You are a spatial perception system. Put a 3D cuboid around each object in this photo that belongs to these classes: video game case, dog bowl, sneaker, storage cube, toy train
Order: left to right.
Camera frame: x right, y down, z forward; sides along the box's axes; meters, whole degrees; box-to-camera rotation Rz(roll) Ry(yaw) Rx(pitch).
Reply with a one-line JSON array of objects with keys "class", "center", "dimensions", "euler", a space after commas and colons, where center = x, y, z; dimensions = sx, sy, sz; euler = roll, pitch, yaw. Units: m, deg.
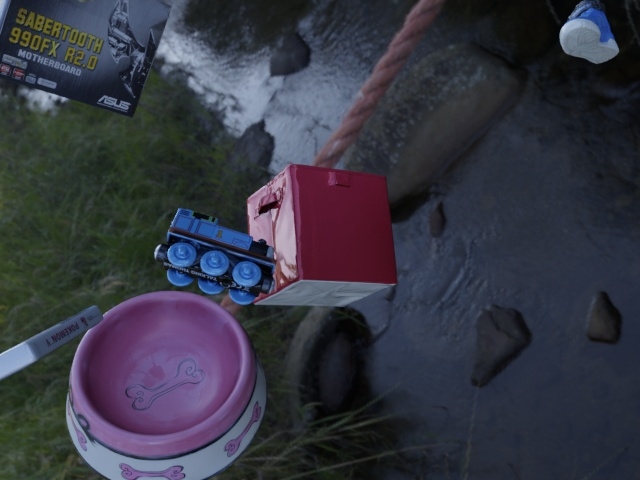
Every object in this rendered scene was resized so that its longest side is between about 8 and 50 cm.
[{"class": "video game case", "center": [-0.341, 0.136, 0.716], "dimensions": [0.201, 0.023, 0.183], "euler": [-28, 4, 4]}, {"class": "dog bowl", "center": [-0.308, 0.275, 1.393], "dimensions": [0.150, 0.408, 0.407], "euler": [97, 169, -49]}, {"class": "toy train", "center": [-0.151, 0.024, 1.049], "dimensions": [0.080, 0.184, 0.105], "euler": [108, 177, -53]}, {"class": "storage cube", "center": [0.000, 0.000, 1.187], "dimensions": [0.184, 0.215, 0.193], "euler": [-30, 59, 55]}, {"class": "sneaker", "center": [0.388, -0.321, 1.036], "dimensions": [0.058, 0.152, 0.084], "euler": [-29, 69, 41]}]

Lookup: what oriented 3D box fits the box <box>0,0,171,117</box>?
[{"class": "box", "center": [-0.344, -0.293, 0.993], "dimensions": [0.056, 0.231, 0.183], "euler": [31, 103, 38]}]
